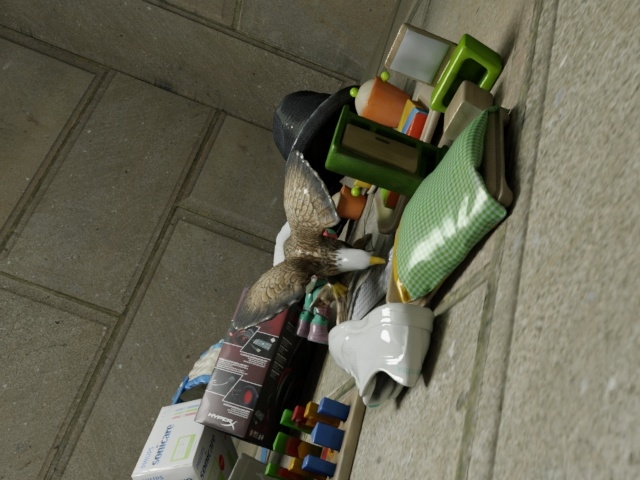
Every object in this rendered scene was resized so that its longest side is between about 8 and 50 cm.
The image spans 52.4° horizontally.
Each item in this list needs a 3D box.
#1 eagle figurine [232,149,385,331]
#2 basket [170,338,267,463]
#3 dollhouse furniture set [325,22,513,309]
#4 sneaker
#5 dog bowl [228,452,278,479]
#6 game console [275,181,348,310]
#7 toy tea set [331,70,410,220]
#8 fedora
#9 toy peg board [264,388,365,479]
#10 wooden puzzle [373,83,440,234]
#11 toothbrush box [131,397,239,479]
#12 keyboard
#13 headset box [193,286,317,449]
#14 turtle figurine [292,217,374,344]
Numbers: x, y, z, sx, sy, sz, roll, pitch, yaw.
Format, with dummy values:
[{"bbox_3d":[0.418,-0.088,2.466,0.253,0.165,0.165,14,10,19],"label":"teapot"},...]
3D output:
[{"bbox_3d":[-0.017,0.018,0.952,0.225,0.226,0.298,-30,-23,20],"label":"eagle figurine"},{"bbox_3d":[-0.218,0.386,1.464,0.201,0.254,0.289,-37,29,47],"label":"basket"},{"bbox_3d":[0.094,-0.092,0.721,0.302,0.151,0.198,-75,8,-46],"label":"dollhouse furniture set"},{"bbox_3d":[0.055,0.136,0.705,0.212,0.080,0.094,125,153,-66],"label":"sneaker"},{"bbox_3d":[-0.139,0.487,0.943,0.349,0.102,0.349,22,-90,-88],"label":"dog bowl"},{"bbox_3d":[0.000,0.000,1.489,0.361,0.043,0.213,-57,-39,-50],"label":"game console"},{"bbox_3d":[0.083,-0.206,1.421,0.200,0.124,0.336,175,116,-84],"label":"toy tea set"},{"bbox_3d":[-0.017,-0.251,1.523,0.334,0.152,0.334,-44,-21,-22],"label":"fedora"},{"bbox_3d":[-0.017,0.276,0.829,0.161,0.079,0.161,119,170,-58],"label":"toy peg board"},{"bbox_3d":[0.139,-0.146,1.057,0.221,0.044,0.239,-84,16,-71],"label":"wooden puzzle"},{"bbox_3d":[-0.229,0.480,1.243,0.206,0.122,0.283,-83,-24,-70],"label":"toothbrush box"},{"bbox_3d":[0.082,0.069,0.974,0.256,0.014,0.072,120,170,-61],"label":"keyboard"},{"bbox_3d":[-0.106,0.241,1.265,0.218,0.110,0.293,59,-134,-60],"label":"headset box"},{"bbox_3d":[0.014,0.067,1.185,0.175,0.118,0.234,157,128,-83],"label":"turtle figurine"}]
